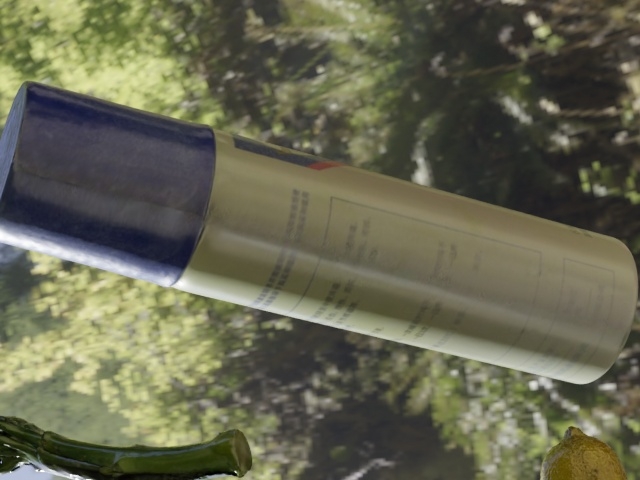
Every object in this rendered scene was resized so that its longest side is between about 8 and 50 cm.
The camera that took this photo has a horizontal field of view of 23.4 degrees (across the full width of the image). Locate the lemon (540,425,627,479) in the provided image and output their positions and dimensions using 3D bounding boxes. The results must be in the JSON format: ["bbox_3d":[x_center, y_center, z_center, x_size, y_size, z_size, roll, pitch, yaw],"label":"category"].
[{"bbox_3d":[0.246,0.229,1.442,0.082,0.082,0.110,0,-110,-39],"label":"lemon"}]

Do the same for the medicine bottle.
[{"bbox_3d":[0.000,0.000,0.550,0.231,0.059,0.059,15,-109,-18],"label":"medicine bottle"}]

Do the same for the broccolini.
[{"bbox_3d":[-0.135,0.104,0.783,0.051,0.239,0.054,-7,-86,-54],"label":"broccolini"}]
